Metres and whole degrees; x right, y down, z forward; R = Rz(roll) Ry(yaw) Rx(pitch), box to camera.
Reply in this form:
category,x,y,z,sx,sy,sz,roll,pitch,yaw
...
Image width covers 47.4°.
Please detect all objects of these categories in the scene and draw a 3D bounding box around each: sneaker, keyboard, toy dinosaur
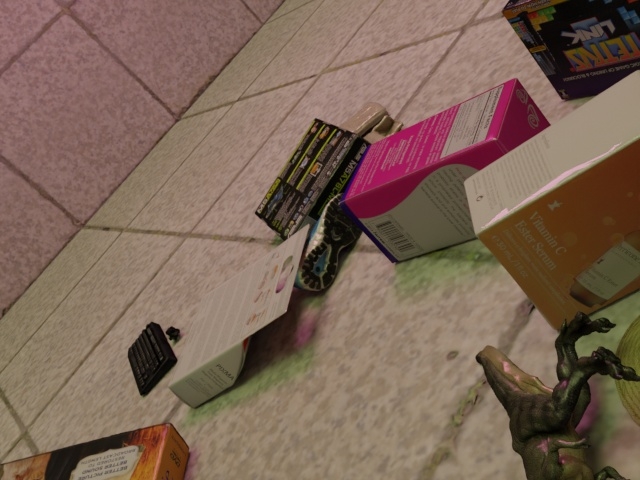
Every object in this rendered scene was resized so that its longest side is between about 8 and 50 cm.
category,x,y,z,sx,sy,sz,roll,pitch,yaw
sneaker,0.000,0.000,1.007,0.073,0.063,0.162,-17,35,54
keyboard,-0.276,0.180,1.207,0.108,0.023,0.180,-47,25,-6
toy dinosaur,0.172,0.115,0.526,0.118,0.064,0.268,-62,16,20

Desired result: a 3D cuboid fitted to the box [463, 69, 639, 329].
category,x,y,z,sx,sy,sz,roll,pitch,yaw
box,0.228,-0.030,0.602,0.170,0.130,0.091,-34,25,24

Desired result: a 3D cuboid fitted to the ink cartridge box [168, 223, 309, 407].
category,x,y,z,sx,sy,sz,roll,pitch,yaw
ink cartridge box,-0.096,0.103,0.993,0.232,0.066,0.189,-30,27,28

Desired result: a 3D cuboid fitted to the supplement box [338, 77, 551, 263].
category,x,y,z,sx,sy,sz,roll,pitch,yaw
supplement box,0.147,-0.072,0.823,0.220,0.111,0.114,-19,34,44

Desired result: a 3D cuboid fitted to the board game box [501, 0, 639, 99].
category,x,y,z,sx,sy,sz,roll,pitch,yaw
board game box,0.304,-0.229,0.789,0.048,0.141,0.170,-53,25,-20

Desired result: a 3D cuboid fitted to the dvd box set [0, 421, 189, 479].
category,x,y,z,sx,sy,sz,roll,pitch,yaw
dvd box set,-0.320,0.397,0.761,0.308,0.062,0.420,-16,31,13

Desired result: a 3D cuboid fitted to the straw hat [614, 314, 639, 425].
category,x,y,z,sx,sy,sz,roll,pitch,yaw
straw hat,0.253,0.062,0.500,0.144,0.061,0.144,-36,25,20

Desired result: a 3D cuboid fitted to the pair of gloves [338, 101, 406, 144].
category,x,y,z,sx,sy,sz,roll,pitch,yaw
pair of gloves,0.040,-0.142,1.197,0.204,0.042,0.240,-41,25,9

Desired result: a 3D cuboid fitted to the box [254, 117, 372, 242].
category,x,y,z,sx,sy,sz,roll,pitch,yaw
box,-0.014,-0.088,1.121,0.190,0.045,0.184,-58,24,3
